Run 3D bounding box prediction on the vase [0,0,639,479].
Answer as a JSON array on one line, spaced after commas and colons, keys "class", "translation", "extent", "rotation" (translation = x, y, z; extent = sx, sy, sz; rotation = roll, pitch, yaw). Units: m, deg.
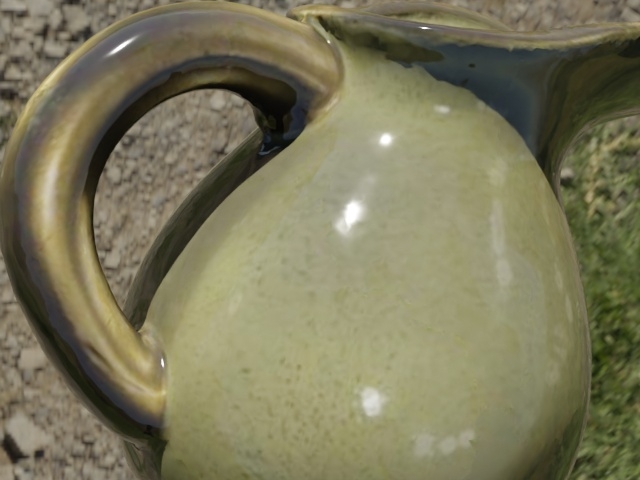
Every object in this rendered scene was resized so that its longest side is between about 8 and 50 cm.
[{"class": "vase", "translation": [0.000, 0.000, 0.705], "extent": [0.329, 0.241, 0.302], "rotation": [17, 92, -34]}]
